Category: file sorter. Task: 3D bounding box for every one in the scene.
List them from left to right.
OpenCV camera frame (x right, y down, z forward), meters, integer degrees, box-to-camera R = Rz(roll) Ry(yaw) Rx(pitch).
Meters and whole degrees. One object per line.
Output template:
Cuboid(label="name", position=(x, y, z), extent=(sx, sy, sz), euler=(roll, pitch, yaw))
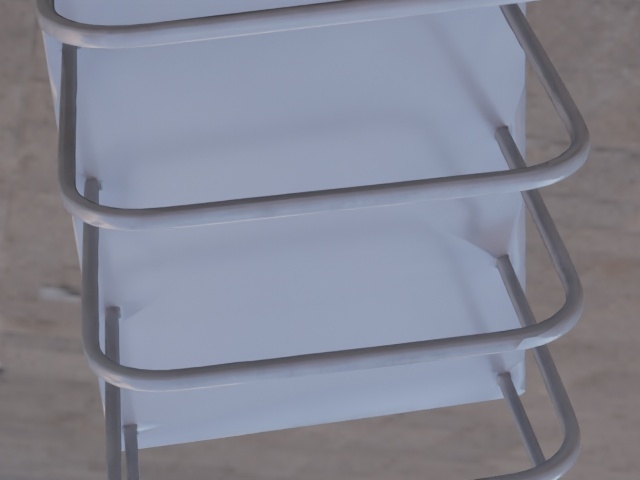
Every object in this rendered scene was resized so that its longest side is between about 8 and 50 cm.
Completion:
Cuboid(label="file sorter", position=(0.000, 0.000, 0.636), extent=(0.193, 0.277, 0.173), euler=(-7, -148, -5))
